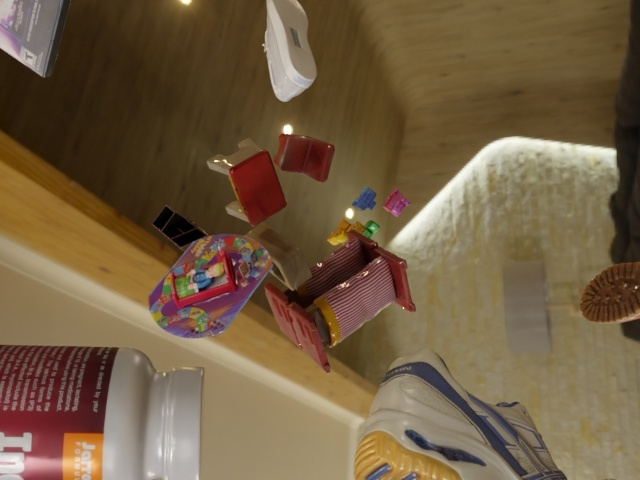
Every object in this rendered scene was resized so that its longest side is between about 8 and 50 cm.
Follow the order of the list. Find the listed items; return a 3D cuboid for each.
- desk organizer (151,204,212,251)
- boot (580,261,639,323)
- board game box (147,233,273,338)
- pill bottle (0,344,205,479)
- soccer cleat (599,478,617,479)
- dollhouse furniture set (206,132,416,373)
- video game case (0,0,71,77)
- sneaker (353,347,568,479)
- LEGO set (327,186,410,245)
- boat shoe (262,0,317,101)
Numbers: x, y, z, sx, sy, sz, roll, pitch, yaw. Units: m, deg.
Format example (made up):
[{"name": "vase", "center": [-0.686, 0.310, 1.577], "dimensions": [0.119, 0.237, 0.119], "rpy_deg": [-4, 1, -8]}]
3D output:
[{"name": "desk organizer", "center": [-0.227, -0.013, 1.149], "dimensions": [0.050, 0.130, 0.047], "rpy_deg": [39, -96, -39]}, {"name": "boot", "center": [0.337, 0.052, 0.676], "dimensions": [0.084, 0.158, 0.059], "rpy_deg": [23, -125, -31]}, {"name": "board game box", "center": [-0.147, 0.044, 0.880], "dimensions": [0.169, 0.133, 0.033], "rpy_deg": [-54, -34, -30]}, {"name": "pill bottle", "center": [-0.141, 0.101, 0.380], "dimensions": [0.086, 0.151, 0.086], "rpy_deg": [-178, 90, -82]}, {"name": "soccer cleat", "center": [0.385, 0.350, 0.922], "dimensions": [0.196, 0.076, 0.068], "rpy_deg": [7, -141, -48]}, {"name": "dollhouse furniture set", "center": [0.000, 0.000, 1.091], "dimensions": [0.201, 0.152, 0.374], "rpy_deg": [-34, -51, -19]}, {"name": "video game case", "center": [-0.510, -0.411, 1.077], "dimensions": [0.196, 0.274, 0.026], "rpy_deg": [-60, -7, 33]}, {"name": "sneaker", "center": [0.164, 0.195, 0.549], "dimensions": [0.296, 0.112, 0.131], "rpy_deg": [39, -139, -16]}, {"name": "LEGO set", "center": [0.089, -0.027, 1.386], "dimensions": [0.087, 0.093, 0.227], "rpy_deg": [38, -99, -20]}, {"name": "boat shoe", "center": [-0.050, -0.265, 0.935], "dimensions": [0.066, 0.063, 0.184], "rpy_deg": [12, -128, -43]}]
